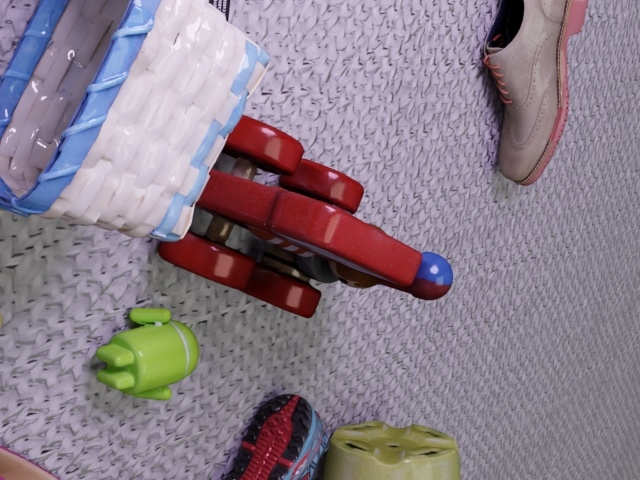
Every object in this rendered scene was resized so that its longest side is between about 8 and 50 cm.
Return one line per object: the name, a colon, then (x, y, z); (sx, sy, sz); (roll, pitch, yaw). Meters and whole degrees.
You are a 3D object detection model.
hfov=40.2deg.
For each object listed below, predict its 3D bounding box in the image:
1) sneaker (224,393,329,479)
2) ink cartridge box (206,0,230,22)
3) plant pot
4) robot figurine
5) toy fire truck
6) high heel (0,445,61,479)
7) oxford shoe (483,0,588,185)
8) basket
sneaker: (-0.066, 0.331, 1.105); (0.262, 0.104, 0.125); (-56, 142, -14)
ink cartridge box: (-0.136, -0.217, 0.832); (0.097, 0.046, 0.207); (-8, 113, -45)
plant pot: (0.096, 0.397, 1.222); (0.276, 0.276, 0.254); (-2, 95, -48)
robot figurine: (-0.176, 0.122, 0.916); (0.115, 0.067, 0.101); (-13, 107, -46)
toy fire truck: (0.000, 0.000, 0.917); (0.302, 0.254, 0.169); (28, 85, -50)
high heel: (-0.216, 0.274, 0.881); (0.377, 0.127, 0.181); (6, 112, -46)
oxford shoe: (0.286, -0.246, 1.273); (0.130, 0.123, 0.348); (-5, 113, -19)
basket: (-0.208, -0.133, 0.668); (0.289, 0.201, 0.255); (32, 86, -43)
